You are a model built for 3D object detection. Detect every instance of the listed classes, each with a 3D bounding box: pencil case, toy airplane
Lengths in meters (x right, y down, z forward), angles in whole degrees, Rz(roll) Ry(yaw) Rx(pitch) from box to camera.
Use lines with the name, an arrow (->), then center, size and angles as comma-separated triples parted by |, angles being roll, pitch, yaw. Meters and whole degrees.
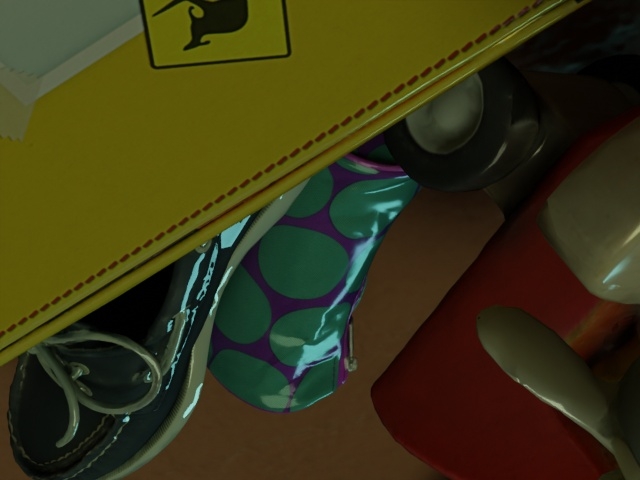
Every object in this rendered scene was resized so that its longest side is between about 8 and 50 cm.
pencil case -> 0.000, 0.000, 0.809 | 0.070, 0.064, 0.151 | 20, 131, -1
toy airplane -> 0.222, 0.002, 0.620 | 0.386, 0.272, 0.384 | -13, 167, -8

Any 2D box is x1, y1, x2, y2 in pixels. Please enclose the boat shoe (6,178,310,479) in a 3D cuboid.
boat shoe -> -0.079, 0.017, 0.778 | 0.079, 0.095, 0.254 | -19, 155, -45

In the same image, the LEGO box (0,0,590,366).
LEGO box -> -0.140, -0.167, 0.549 | 0.500, 0.193, 0.372 | -31, 129, 22
